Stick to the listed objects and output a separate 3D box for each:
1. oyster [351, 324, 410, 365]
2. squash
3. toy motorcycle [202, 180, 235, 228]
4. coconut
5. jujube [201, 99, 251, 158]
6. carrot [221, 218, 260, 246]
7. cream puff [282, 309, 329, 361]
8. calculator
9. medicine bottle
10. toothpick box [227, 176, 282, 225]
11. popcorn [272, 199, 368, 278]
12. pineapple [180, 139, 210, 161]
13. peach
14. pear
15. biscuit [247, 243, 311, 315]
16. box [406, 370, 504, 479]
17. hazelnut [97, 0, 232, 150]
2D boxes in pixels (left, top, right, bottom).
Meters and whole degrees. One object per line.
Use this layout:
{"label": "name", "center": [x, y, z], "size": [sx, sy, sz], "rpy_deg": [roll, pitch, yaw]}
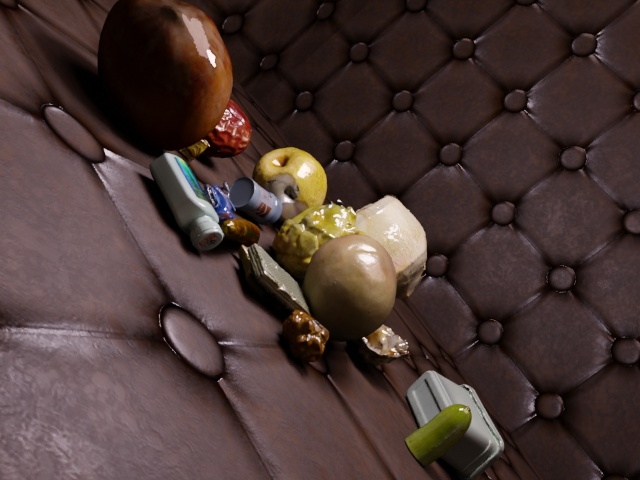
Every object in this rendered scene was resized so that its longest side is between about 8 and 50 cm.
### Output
{"label": "oyster", "center": [0.127, 0.249, 1.806], "size": [0.198, 0.133, 0.337], "rpy_deg": [38, 13, -44]}
{"label": "squash", "center": [0.322, 0.501, 1.572], "size": [0.095, 0.188, 0.095], "rpy_deg": [50, 7, -9]}
{"label": "toy motorcycle", "center": [-0.250, -0.083, 1.471], "size": [0.205, 0.076, 0.114], "rpy_deg": [-121, -167, -88]}
{"label": "coconut", "center": [0.207, 0.055, 2.172], "size": [0.404, 0.405, 0.404], "rpy_deg": [48, 10, -11]}
{"label": "jujube", "center": [-0.348, -0.356, 1.813], "size": [0.290, 0.197, 0.197], "rpy_deg": [26, 22, -32]}
{"label": "carrot", "center": [-0.197, -0.021, 1.446], "size": [0.066, 0.066, 0.314], "rpy_deg": [51, 1, 5]}
{"label": "cream puff", "center": [-0.035, 0.217, 1.339], "size": [0.122, 0.094, 0.116], "rpy_deg": [29, -8, 35]}
{"label": "calculator", "center": [-0.122, 0.117, 1.486], "size": [0.236, 0.033, 0.157], "rpy_deg": [46, 9, -36]}
{"label": "medicine bottle", "center": [-0.287, -0.080, 1.312], "size": [0.228, 0.083, 0.121], "rpy_deg": [54, 0, 29]}
{"label": "toothpick box", "center": [-0.196, -0.116, 1.812], "size": [0.153, 0.101, 0.101], "rpy_deg": [33, 19, -55]}
{"label": "popcorn", "center": [0.000, 0.000, 1.769], "size": [0.252, 0.286, 0.215], "rpy_deg": [17, -52, 33]}
{"label": "pineapple", "center": [-0.386, -0.270, 1.698], "size": [0.114, 0.077, 0.114], "rpy_deg": [13, -7, 42]}
{"label": "peach", "center": [0.079, 0.126, 1.567], "size": [0.248, 0.292, 0.292], "rpy_deg": [35, 6, 14]}
{"label": "pear", "center": [-0.106, -0.185, 2.071], "size": [0.271, 0.271, 0.271], "rpy_deg": [48, 10, -11]}
{"label": "biscuit", "center": [-0.096, 0.101, 1.433], "size": [0.199, 0.041, 0.121], "rpy_deg": [48, 9, -40]}
{"label": "box", "center": [0.387, 0.539, 1.812], "size": [0.183, 0.175, 0.311], "rpy_deg": [37, 14, -21]}
{"label": "hazelnut", "center": [-0.377, -0.417, 1.481], "size": [0.365, 0.366, 0.366], "rpy_deg": [48, 10, -11]}
